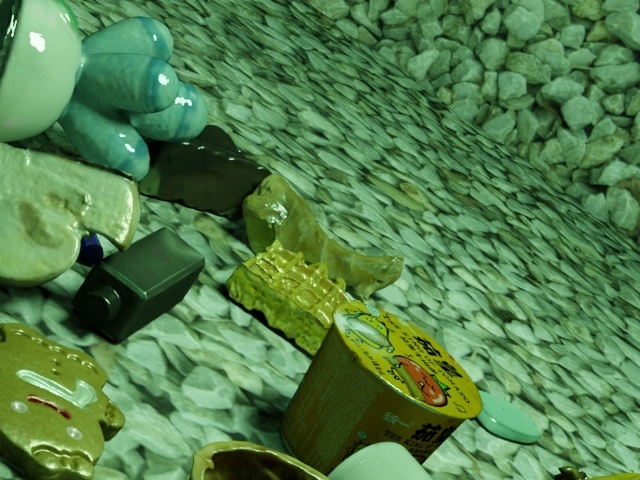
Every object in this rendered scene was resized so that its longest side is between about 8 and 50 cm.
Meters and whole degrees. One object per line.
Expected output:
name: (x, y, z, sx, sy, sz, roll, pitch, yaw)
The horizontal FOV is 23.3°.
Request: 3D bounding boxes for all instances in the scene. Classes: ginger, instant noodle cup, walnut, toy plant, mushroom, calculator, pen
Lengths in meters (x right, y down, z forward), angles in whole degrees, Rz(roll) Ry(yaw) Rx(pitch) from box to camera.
ginger: (0.000, 0.000, 2.372, 0.294, 0.086, 0.131, 25, 54, -27)
instant noodle cup: (0.063, 0.203, 1.879, 0.215, 0.172, 0.216, 30, 19, -12)
walnut: (-0.055, 0.297, 1.593, 0.211, 0.087, 0.167, 31, 32, -1)
toy plant: (-0.309, -0.205, 2.117, 0.332, 0.247, 0.247, 17, 24, -23)
mushroom: (-0.342, -0.005, 1.821, 0.236, 0.173, 0.162, 17, -23, -5)
calculator: (0.265, 0.260, 2.296, 0.153, 0.021, 0.095, 24, 21, -35)
pen: (-0.334, -0.054, 2.067, 0.033, 0.033, 0.269, 21, 23, -33)

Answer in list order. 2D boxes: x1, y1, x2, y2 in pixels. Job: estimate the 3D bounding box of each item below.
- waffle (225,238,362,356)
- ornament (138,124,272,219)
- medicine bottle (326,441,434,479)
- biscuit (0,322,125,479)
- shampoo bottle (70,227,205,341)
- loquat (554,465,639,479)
waffle: (-0.007, 0.090, 2.210, 0.229, 0.057, 0.219, 36, 19, 4)
ornament: (-0.228, -0.150, 2.391, 0.251, 0.106, 0.260, 17, 20, -44)
medicine bottle: (0.112, 0.348, 1.658, 0.258, 0.143, 0.143, 45, 22, 31)
biscuit: (-0.288, 0.167, 1.614, 0.184, 0.035, 0.249, 29, 20, -14)
shampoo bottle: (-0.227, 0.055, 1.908, 0.080, 0.079, 0.246, 35, 20, 6)
loquat: (0.342, 0.375, 1.828, 0.244, 0.244, 0.244, 30, 20, -12)
